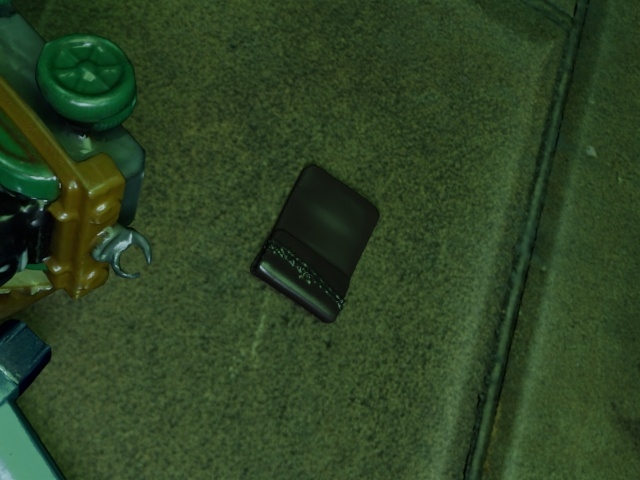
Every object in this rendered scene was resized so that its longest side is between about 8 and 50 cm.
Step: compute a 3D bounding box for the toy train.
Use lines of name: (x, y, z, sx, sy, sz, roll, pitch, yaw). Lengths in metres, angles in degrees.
toy train: (-0.314, -0.106, 0.925, 0.249, 0.178, 0.429, -33, 72, -33)

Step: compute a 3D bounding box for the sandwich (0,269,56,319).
sandwich: (-0.350, 0.030, 0.969, 0.244, 0.088, 0.090, 0, 65, -25)

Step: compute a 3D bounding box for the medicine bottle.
medicine bottle: (-0.249, 0.203, 0.967, 0.124, 0.079, 0.258, -30, 90, -34)

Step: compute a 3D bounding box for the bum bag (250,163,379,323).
bum bag: (0.000, 0.000, 1.208, 0.109, 0.026, 0.159, 33, 60, -15)
